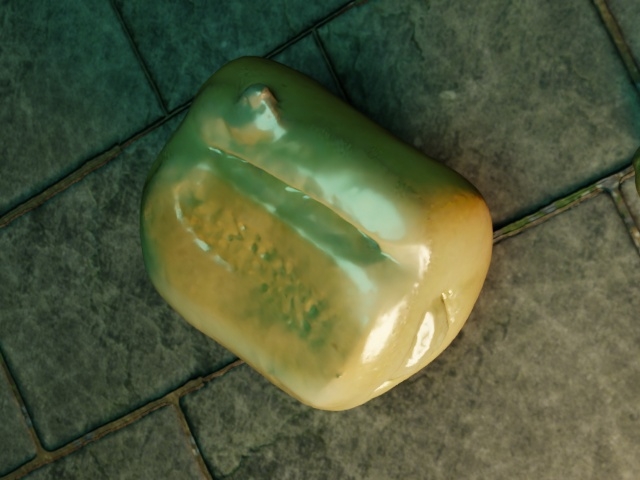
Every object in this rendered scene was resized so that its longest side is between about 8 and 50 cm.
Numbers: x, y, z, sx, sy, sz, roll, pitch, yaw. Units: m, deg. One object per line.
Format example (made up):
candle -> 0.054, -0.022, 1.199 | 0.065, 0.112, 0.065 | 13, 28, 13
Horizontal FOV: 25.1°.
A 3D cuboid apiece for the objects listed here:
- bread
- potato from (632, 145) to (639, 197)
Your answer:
bread -> 0.000, 0.000, 1.666 | 0.376, 0.253, 0.348 | 33, 115, 22
potato -> 0.395, -0.057, 1.556 | 0.091, 0.070, 0.138 | -45, 76, 24
